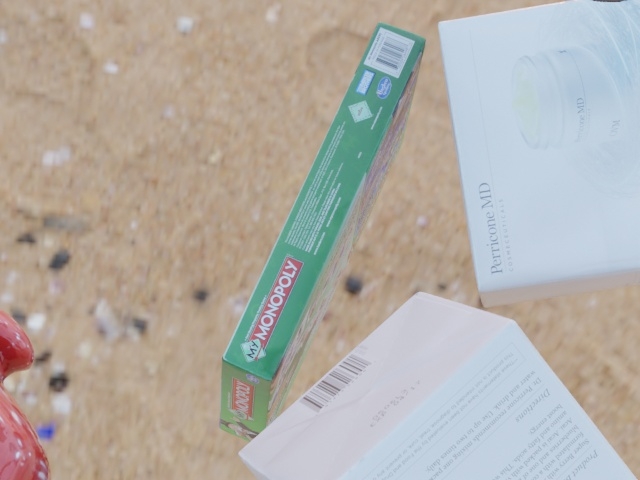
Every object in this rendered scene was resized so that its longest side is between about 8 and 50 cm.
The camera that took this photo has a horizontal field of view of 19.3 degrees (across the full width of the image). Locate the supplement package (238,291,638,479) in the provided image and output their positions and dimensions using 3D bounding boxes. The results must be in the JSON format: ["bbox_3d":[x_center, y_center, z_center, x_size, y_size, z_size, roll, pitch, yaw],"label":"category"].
[{"bbox_3d":[0.117,0.206,1.252,0.177,0.175,0.293,-41,105,-11],"label":"supplement package"}]

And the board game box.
[{"bbox_3d":[0.000,0.000,1.576,0.046,0.213,0.317,23,70,4],"label":"board game box"}]

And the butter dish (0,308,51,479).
[{"bbox_3d":[-0.155,0.073,0.702,0.160,0.160,0.118,37,71,9],"label":"butter dish"}]

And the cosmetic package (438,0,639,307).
[{"bbox_3d":[0.222,-0.075,1.533,0.225,0.138,0.224,-9,81,7],"label":"cosmetic package"}]
